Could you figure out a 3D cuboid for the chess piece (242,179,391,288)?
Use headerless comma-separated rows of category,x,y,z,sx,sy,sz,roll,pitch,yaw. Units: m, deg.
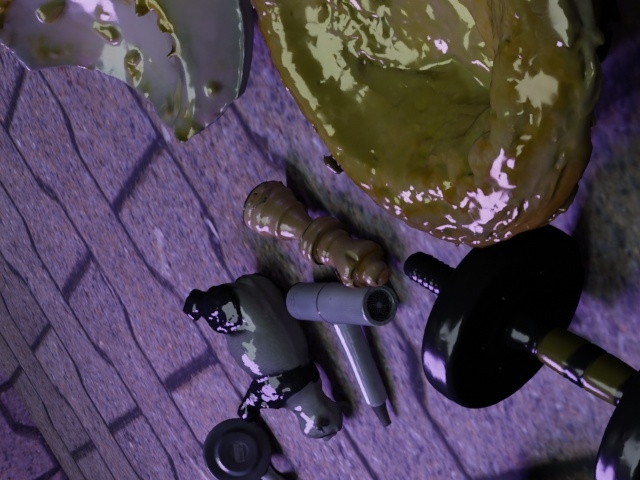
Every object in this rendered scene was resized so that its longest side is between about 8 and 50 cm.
chess piece,0.000,-0.001,1.032,0.172,0.060,0.060,32,143,38

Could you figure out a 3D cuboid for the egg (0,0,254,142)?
egg,-0.166,-0.224,0.976,0.271,0.162,0.206,19,106,7

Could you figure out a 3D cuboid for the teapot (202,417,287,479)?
teapot,-0.107,0.304,1.485,0.124,0.092,0.091,63,170,7

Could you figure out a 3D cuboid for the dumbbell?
dumbbell,0.176,0.083,0.716,0.325,0.143,0.143,33,143,39

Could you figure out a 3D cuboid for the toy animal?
toy animal,-0.052,0.135,1.225,0.121,0.094,0.225,-22,96,54

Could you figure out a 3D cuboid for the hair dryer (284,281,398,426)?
hair dryer,0.051,0.121,1.093,0.155,0.044,0.183,-2,120,61

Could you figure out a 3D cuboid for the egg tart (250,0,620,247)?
egg tart,0.074,-0.149,0.687,0.315,0.120,0.315,38,144,34
